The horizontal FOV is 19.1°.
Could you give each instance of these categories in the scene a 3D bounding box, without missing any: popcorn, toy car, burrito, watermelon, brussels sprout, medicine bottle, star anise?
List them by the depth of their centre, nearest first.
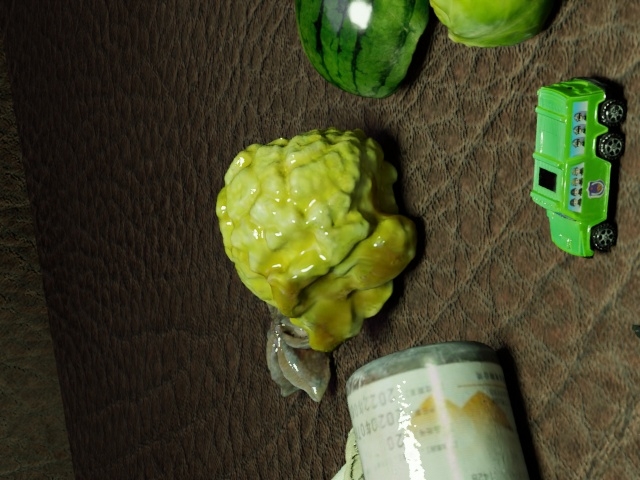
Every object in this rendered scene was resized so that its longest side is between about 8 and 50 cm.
[{"bbox_3d":[0.231,-0.065,1.739,0.071,0.063,0.165,-147,55,-62],"label":"toy car"},{"bbox_3d":[0.165,-0.261,1.799,0.151,0.122,0.149,24,-116,-75],"label":"brussels sprout"},{"bbox_3d":[0.130,0.250,1.919,0.165,0.165,0.273,131,129,-61],"label":"medicine bottle"},{"bbox_3d":[0.043,0.245,2.014,0.185,0.041,0.045,-78,-2,-64],"label":"burrito"},{"bbox_3d":[0.039,-0.269,2.098,0.204,0.127,0.232,-122,40,-55],"label":"watermelon"},{"bbox_3d":[0.000,0.000,2.162,0.237,0.206,0.251,-19,88,53],"label":"popcorn"},{"bbox_3d":[-0.027,0.102,2.403,0.197,0.073,0.212,-161,66,-70],"label":"star anise"}]

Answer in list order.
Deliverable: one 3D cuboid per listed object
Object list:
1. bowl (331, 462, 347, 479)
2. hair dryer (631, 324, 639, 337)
[{"bbox_3d":[0.055,0.364,2.090,0.277,0.145,0.277,-54,11,15],"label":"bowl"},{"bbox_3d":[0.294,0.097,1.679,0.083,0.031,0.079,-131,30,-77],"label":"hair dryer"}]
